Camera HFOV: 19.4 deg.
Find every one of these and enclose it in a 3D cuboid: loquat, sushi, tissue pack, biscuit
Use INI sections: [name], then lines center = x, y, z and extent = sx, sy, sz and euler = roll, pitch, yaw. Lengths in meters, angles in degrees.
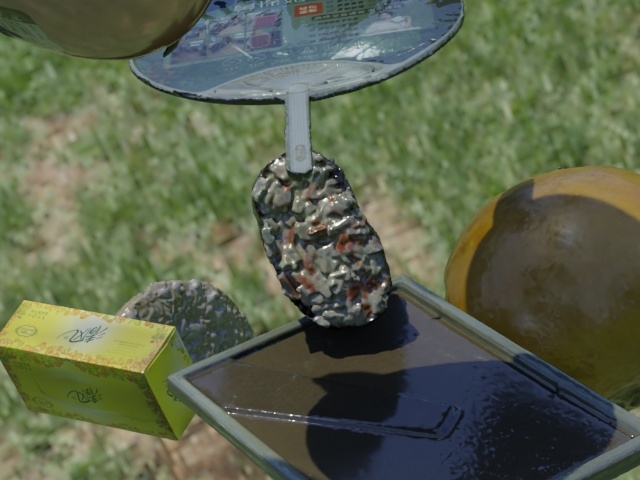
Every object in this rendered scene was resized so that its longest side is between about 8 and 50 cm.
[loquat]
center = 0.247, 0.054, 1.750
extent = 0.263, 0.263, 0.263
euler = -18, 29, 11
[sushi]
center = 0.000, 0.000, 1.493
extent = 0.090, 0.150, 0.078
euler = -26, 2, -1
[tissue pack]
center = -0.201, 0.118, 1.702
extent = 0.176, 0.095, 0.062
euler = 9, 48, 30
[biscuit]
center = -0.138, 0.116, 2.143
extent = 0.032, 0.250, 0.133
euler = 1, 60, 45

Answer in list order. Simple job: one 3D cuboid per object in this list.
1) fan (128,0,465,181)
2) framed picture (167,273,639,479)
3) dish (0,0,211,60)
[fan]
center = -0.039, -0.117, 1.208
extent = 0.223, 0.012, 0.294
euler = 7, 32, 27
[framed picture]
center = 0.062, 0.129, 1.405
extent = 0.240, 0.020, 0.324
euler = -23, 32, -27
[dish]
center = -0.085, -0.153, 0.781
extent = 0.213, 0.090, 0.213
euler = -2, 55, 2
